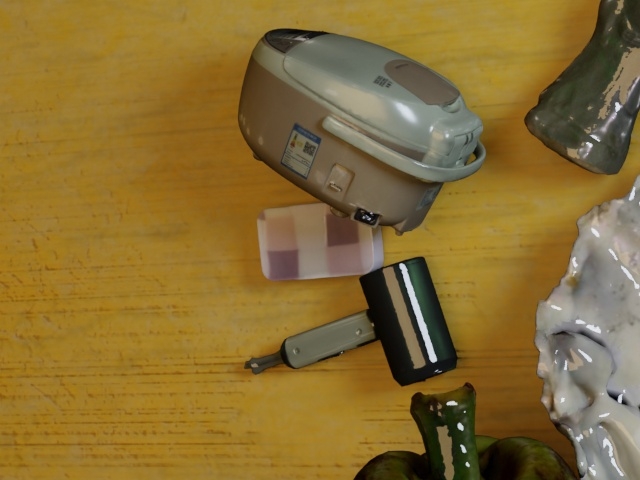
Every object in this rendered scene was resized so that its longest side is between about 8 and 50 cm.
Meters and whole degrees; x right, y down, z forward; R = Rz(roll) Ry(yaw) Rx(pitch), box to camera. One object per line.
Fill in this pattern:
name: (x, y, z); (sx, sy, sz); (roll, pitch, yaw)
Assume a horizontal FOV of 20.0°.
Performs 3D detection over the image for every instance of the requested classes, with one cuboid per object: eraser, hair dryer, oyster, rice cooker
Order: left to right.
eraser: (0.000, 0.000, 1.541); (0.105, 0.026, 0.065); (-6, 91, 23)
hair dryer: (0.017, 0.088, 1.529); (0.197, 0.057, 0.100); (-20, 83, 31)
rice cooker: (0.029, -0.094, 1.466); (0.206, 0.145, 0.127); (35, 116, 16)
oyster: (0.301, 0.117, 1.374); (0.238, 0.115, 0.351); (-36, 82, 11)

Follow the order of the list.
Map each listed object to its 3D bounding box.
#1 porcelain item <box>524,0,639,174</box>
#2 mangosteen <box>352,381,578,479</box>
porcelain item: (0.245, -0.160, 1.410); (0.081, 0.069, 0.216); (39, 106, 30)
mangosteen: (0.113, 0.297, 1.344); (0.296, 0.313, 0.297); (1, 57, -2)
